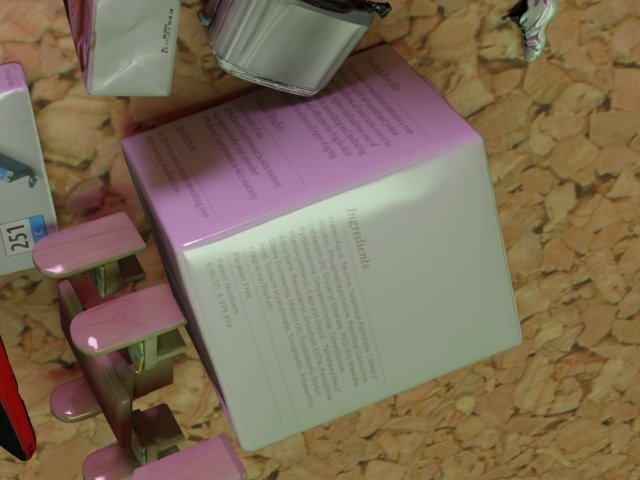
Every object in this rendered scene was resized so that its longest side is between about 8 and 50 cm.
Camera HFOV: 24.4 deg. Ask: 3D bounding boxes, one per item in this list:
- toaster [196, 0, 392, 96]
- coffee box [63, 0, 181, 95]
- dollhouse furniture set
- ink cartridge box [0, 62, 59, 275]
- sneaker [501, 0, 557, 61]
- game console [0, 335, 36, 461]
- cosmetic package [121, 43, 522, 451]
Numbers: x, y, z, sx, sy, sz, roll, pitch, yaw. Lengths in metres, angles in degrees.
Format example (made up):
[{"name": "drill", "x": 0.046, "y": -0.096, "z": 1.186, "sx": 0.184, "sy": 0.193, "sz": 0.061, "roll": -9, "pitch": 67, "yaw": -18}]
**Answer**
[{"name": "toaster", "x": -0.040, "y": -0.276, "z": 1.856, "sx": 0.227, "sy": 0.129, "sz": 0.146, "roll": 13, "pitch": 128, "yaw": -32}, {"name": "coffee box", "x": -0.232, "y": -0.290, "z": 1.684, "sx": 0.098, "sy": 0.246, "sz": 0.141, "roll": -2, "pitch": 130, "yaw": -18}, {"name": "dollhouse furniture set", "x": -0.300, "y": 0.242, "z": 1.978, "sx": 0.256, "sy": 0.394, "sz": 0.362, "roll": -20, "pitch": 146, "yaw": -21}, {"name": "ink cartridge box", "x": -0.484, "y": -0.069, "z": 1.911, "sx": 0.261, "sy": 0.066, "sz": 0.296, "roll": -14, "pitch": 133, "yaw": -11}, {"name": "sneaker", "x": 0.276, "y": -0.293, "z": 2.024, "sx": 0.069, "sy": 0.038, "sz": 0.098, "roll": 3, "pitch": 119, "yaw": -21}, {"name": "game console", "x": -0.525, "y": 0.089, "z": 1.848, "sx": 0.060, "sy": 0.386, "sz": 0.342, "roll": -40, "pitch": 142, "yaw": -32}, {"name": "cosmetic package", "x": 0.000, "y": 0.000, "z": 1.915, "sx": 0.394, "sy": 0.329, "sz": 0.327, "roll": -21, "pitch": 122, "yaw": -8}]
